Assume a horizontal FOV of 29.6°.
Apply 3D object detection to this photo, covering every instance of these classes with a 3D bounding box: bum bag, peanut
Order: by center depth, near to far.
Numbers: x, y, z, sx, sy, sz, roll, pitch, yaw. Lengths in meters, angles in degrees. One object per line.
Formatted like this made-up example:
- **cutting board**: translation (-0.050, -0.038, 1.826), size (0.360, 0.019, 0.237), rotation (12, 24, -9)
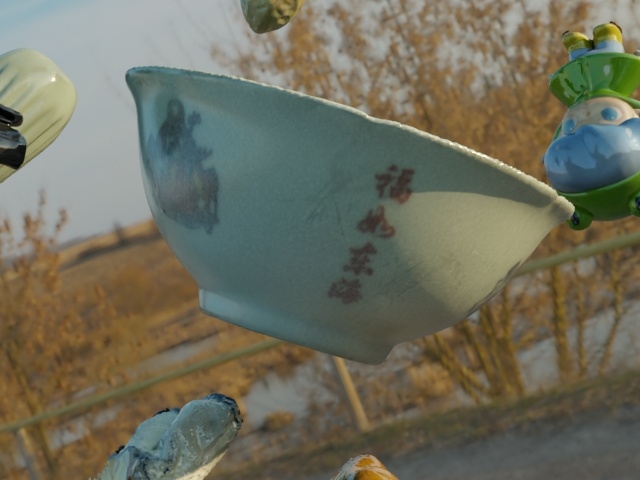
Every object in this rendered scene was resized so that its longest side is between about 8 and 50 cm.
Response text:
- **bum bag**: translation (-0.355, -0.133, 1.149), size (0.123, 0.060, 0.248), rotation (17, 14, -29)
- **peanut**: translation (-0.039, -0.364, 1.554), size (0.090, 0.214, 0.098), rotation (13, 22, -33)

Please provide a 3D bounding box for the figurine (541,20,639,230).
- **figurine**: translation (0.351, -0.143, 1.506), size (0.162, 0.263, 0.143), rotation (-12, -26, 27)

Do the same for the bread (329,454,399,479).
- **bread**: translation (0.048, 0.266, 0.963), size (0.129, 0.134, 0.260), rotation (-34, 45, -10)

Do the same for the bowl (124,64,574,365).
- **bowl**: translation (0.000, 0.000, 1.136), size (0.434, 0.196, 0.435), rotation (16, -3, 1)

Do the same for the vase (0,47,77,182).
- **vase**: translation (-0.422, -0.128, 1.523), size (0.248, 0.128, 0.128), rotation (-50, 11, -21)

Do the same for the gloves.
- **gloves**: translation (-0.145, 0.208, 1.197), size (0.114, 0.070, 0.153), rotation (-16, 23, 45)
